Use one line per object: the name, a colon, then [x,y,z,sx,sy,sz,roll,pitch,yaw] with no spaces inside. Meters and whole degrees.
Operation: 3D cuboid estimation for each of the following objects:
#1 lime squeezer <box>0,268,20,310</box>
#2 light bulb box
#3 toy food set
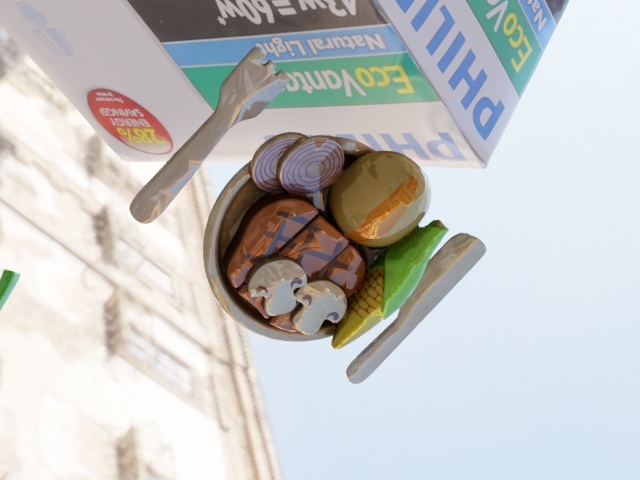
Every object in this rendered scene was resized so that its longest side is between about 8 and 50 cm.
lime squeezer: [-0.355,0.171,1.213,0.110,0.059,0.310,129,-26,-84]
light bulb box: [-0.003,-0.256,0.901,0.358,0.225,0.361,4,-125,42]
toy food set: [0.000,0.000,0.710,0.132,0.192,0.038,-49,-152,6]
